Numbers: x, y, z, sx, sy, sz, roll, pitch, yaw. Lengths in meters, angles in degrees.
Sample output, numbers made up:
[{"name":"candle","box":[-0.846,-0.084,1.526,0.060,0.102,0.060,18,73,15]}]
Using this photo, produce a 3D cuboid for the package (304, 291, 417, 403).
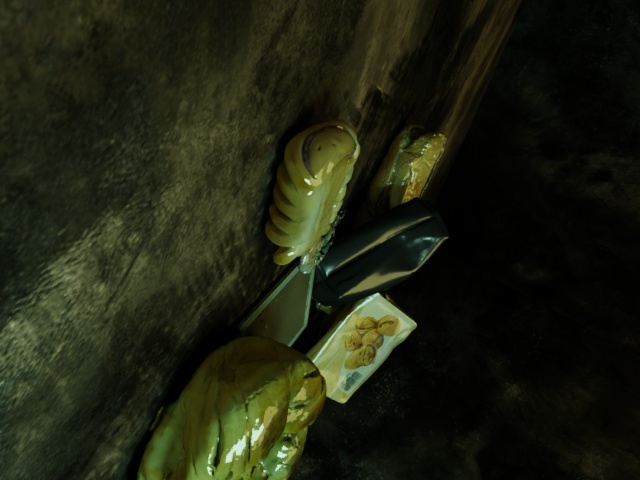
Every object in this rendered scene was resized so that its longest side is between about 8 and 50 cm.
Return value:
[{"name":"package","box":[0.067,0.256,1.658,0.311,0.165,0.221,-50,129,4]}]

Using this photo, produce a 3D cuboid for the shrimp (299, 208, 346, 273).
[{"name":"shrimp","box":[0.000,0.000,1.203,0.161,0.034,0.091,-55,161,-29]}]

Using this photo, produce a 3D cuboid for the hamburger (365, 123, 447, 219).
[{"name":"hamburger","box":[0.188,-0.161,1.467,0.131,0.124,0.261,11,104,-58]}]

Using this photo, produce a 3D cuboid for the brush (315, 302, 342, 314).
[{"name":"brush","box":[0.083,0.089,1.720,0.312,0.067,0.072,-56,167,-31]}]

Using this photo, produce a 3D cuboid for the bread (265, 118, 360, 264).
[{"name":"bread","box":[-0.021,-0.063,0.865,0.134,0.081,0.225,-42,161,-43]}]

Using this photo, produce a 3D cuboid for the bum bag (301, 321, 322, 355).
[{"name":"bum bag","box":[-0.029,0.285,1.751,0.197,0.049,0.087,91,22,-70]}]

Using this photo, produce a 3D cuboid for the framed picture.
[{"name":"framed picture","box":[-0.087,0.165,1.186,0.293,0.018,0.231,-48,153,-50]}]

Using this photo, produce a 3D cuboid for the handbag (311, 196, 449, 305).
[{"name":"handbag","box":[0.114,0.060,1.436,0.343,0.152,0.288,-27,168,-12]}]

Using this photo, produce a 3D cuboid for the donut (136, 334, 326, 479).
[{"name":"donut","box":[-0.129,0.316,0.980,0.360,0.170,0.360,-46,152,-35]}]

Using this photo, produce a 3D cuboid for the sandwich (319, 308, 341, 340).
[{"name":"sandwich","box":[0.004,0.338,1.838,0.212,0.063,0.244,-58,-175,47]}]
